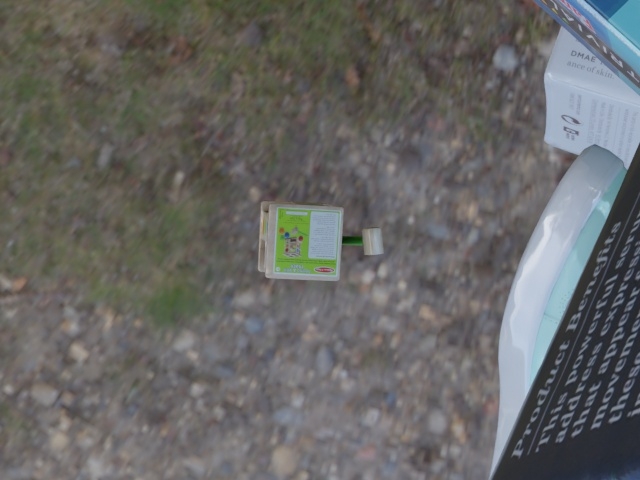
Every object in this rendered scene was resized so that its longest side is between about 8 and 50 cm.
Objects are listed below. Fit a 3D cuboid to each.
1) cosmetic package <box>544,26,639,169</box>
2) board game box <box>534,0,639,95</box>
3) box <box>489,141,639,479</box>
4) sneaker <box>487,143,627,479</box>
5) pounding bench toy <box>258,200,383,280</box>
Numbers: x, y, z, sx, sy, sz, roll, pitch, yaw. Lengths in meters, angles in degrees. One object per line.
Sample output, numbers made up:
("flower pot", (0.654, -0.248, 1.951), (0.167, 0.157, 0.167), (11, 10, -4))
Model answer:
("cosmetic package", (0.263, -0.154, 1.296), (0.151, 0.151, 0.184), (18, 77, 11))
("board game box", (0.219, -0.241, 0.839), (0.336, 0.079, 0.254), (-45, 70, 2))
("box", (0.267, 0.025, 0.412), (0.293, 0.212, 0.395), (31, 158, -8))
("sneaker", (0.165, 0.081, 0.847), (0.151, 0.094, 0.256), (15, 121, 21))
("pounding bench toy", (0.000, 0.000, 1.249), (0.083, 0.065, 0.052), (2, 93, -7))
